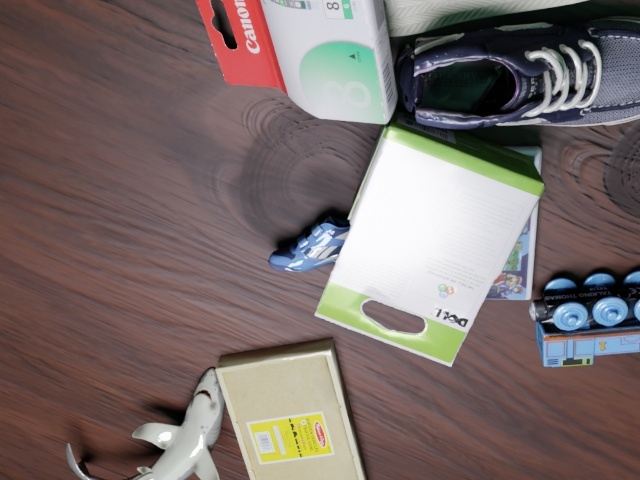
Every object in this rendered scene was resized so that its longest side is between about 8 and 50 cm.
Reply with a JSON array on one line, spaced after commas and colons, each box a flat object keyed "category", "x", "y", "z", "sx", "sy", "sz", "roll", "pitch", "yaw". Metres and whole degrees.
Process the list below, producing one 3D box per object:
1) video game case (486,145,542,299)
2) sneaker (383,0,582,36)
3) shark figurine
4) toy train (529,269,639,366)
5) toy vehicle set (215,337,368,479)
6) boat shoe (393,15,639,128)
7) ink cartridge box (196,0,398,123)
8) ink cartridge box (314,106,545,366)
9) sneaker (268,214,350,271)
[{"category": "video game case", "x": 0.178, "y": -0.020, "z": 0.994, "sx": 0.183, "sy": 0.023, "sz": 0.201, "roll": 1, "pitch": 112, "yaw": 6}, {"category": "sneaker", "x": 0.132, "y": -0.317, "z": 0.836, "sx": 0.350, "sy": 0.131, "sz": 0.148, "roll": -2, "pitch": 80, "yaw": 20}, {"category": "shark figurine", "x": -0.227, "y": 0.322, "z": 1.144, "sx": 0.278, "sy": 0.116, "sz": 0.166, "roll": -30, "pitch": 73, "yaw": 9}, {"category": "toy train", "x": 0.358, "y": 0.100, "z": 0.997, "sx": 0.184, "sy": 0.080, "sz": 0.105, "roll": -6, "pitch": 121, "yaw": 6}, {"category": "toy vehicle set", "x": -0.035, "y": 0.275, "z": 1.132, "sx": 0.166, "sy": 0.035, "sz": 0.266, "roll": -10, "pitch": 111, "yaw": 10}, {"category": "boat shoe", "x": 0.248, "y": -0.169, "z": 0.847, "sx": 0.341, "sy": 0.158, "sz": 0.127, "roll": -3, "pitch": 109, "yaw": 8}, {"category": "ink cartridge box", "x": -0.037, "y": -0.217, "z": 0.847, "sx": 0.225, "sy": 0.056, "sz": 0.181, "roll": 7, "pitch": 141, "yaw": 21}, {"category": "ink cartridge box", "x": 0.121, "y": -0.003, "z": 0.943, "sx": 0.189, "sy": 0.097, "sz": 0.255, "roll": 21, "pitch": 114, "yaw": -2}, {"category": "sneaker", "x": 0.000, "y": 0.000, "z": 1.007, "sx": 0.144, "sy": 0.053, "sz": 0.059, "roll": -16, "pitch": 111, "yaw": 3}]
